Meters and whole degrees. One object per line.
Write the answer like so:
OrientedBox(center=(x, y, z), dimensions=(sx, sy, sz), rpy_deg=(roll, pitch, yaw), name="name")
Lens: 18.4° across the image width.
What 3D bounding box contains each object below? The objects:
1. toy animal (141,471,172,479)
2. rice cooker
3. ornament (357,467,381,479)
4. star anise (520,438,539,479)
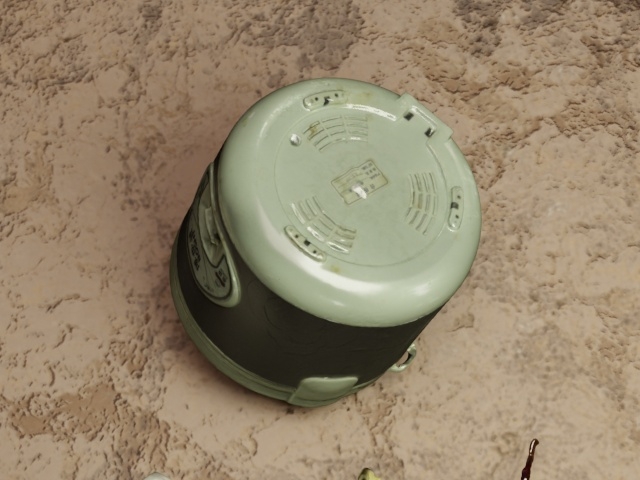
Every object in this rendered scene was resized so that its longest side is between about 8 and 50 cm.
OrientedBox(center=(-0.251, 0.367, 1.825), dimensions=(0.266, 0.308, 0.188), rpy_deg=(-27, 86, 10), name="toy animal")
OrientedBox(center=(-0.002, 0.001, 1.981), dimensions=(0.288, 0.277, 0.288), rpy_deg=(8, 62, -16), name="rice cooker")
OrientedBox(center=(0.020, 0.305, 1.881), dimensions=(0.059, 0.180, 0.201), rpy_deg=(30, 65, 8), name="ornament")
OrientedBox(center=(0.172, 0.284, 1.951), dimensions=(0.097, 0.070, 0.190), rpy_deg=(18, 77, 20), name="star anise")
